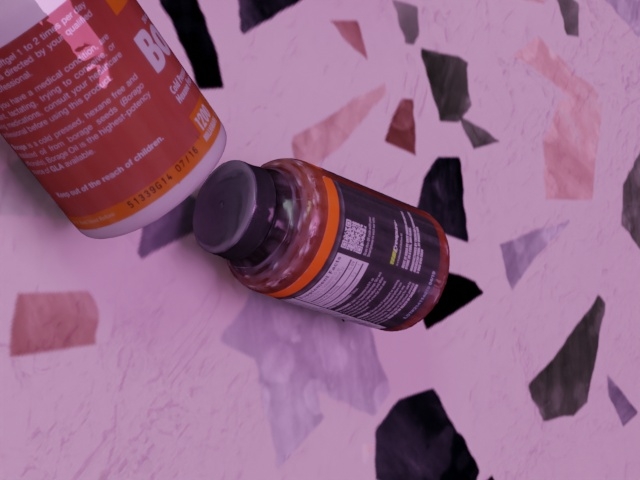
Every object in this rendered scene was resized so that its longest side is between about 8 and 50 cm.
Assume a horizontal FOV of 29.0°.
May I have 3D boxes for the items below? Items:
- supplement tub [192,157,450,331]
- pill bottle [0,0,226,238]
[{"bbox_3d":[0.000,0.000,0.938,0.198,0.106,0.106,21,74,-40],"label":"supplement tub"},{"bbox_3d":[-0.164,-0.116,0.780,0.121,0.121,0.216,-52,122,-31],"label":"pill bottle"}]
